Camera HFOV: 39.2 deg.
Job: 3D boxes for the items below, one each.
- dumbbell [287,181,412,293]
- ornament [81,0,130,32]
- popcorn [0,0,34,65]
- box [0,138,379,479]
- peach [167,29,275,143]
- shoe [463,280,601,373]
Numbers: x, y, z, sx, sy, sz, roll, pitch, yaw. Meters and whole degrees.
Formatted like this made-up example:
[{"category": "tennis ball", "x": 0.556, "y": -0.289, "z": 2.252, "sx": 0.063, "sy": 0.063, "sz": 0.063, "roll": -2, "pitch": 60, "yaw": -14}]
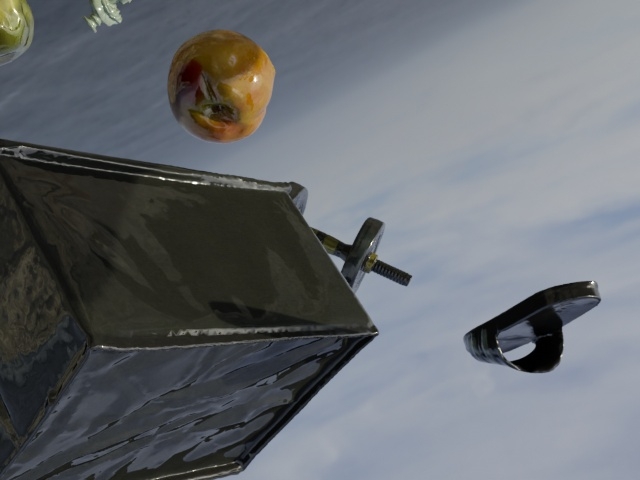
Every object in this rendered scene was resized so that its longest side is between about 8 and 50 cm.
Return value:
[{"category": "dumbbell", "x": 0.000, "y": 0.000, "z": 1.489, "sx": 0.143, "sy": 0.326, "sz": 0.143, "roll": 24, "pitch": 90, "yaw": -81}, {"category": "ornament", "x": -0.314, "y": -0.351, "z": 1.335, "sx": 0.068, "sy": 0.041, "sz": 0.092, "roll": 14, "pitch": 110, "yaw": -47}, {"category": "popcorn", "x": -0.404, "y": -0.316, "z": 0.853, "sx": 0.312, "sy": 0.312, "sz": 0.312, "roll": -28, "pitch": -174, "yaw": 3}, {"category": "box", "x": -0.164, "y": 0.082, "z": 0.809, "sx": 0.345, "sy": 0.204, "sz": 0.251, "roll": 3, "pitch": 137, "yaw": -49}, {"category": "peach", "x": -0.123, "y": -0.192, "z": 1.097, "sx": 0.138, "sy": 0.138, "sz": 0.138, "roll": -28, "pitch": -174, "yaw": 3}, {"category": "shoe", "x": 0.171, "y": 0.083, "z": 0.730, "sx": 0.071, "sy": 0.049, "sz": 0.179, "roll": -5, "pitch": 161, "yaw": -16}]
